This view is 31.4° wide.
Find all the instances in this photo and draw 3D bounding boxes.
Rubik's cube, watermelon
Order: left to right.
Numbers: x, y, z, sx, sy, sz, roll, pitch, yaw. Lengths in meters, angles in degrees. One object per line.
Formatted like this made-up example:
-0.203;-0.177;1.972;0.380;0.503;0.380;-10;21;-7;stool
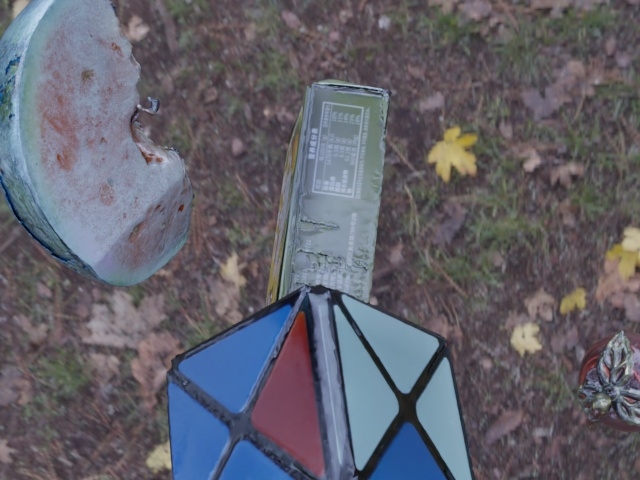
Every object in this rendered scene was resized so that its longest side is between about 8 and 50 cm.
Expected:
-0.262;-0.083;1.117;0.175;0.322;0.188;4;36;39;watermelon
0.002;0.225;1.239;0.248;0.250;0.246;-27;55;31;Rubik's cube

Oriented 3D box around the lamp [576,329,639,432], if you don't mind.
0.485;0.194;1.741;0.151;0.215;0.223;38;34;3;lamp

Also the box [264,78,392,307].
0.000;0.000;1.794;0.138;0.373;0.420;9;80;-6;box
